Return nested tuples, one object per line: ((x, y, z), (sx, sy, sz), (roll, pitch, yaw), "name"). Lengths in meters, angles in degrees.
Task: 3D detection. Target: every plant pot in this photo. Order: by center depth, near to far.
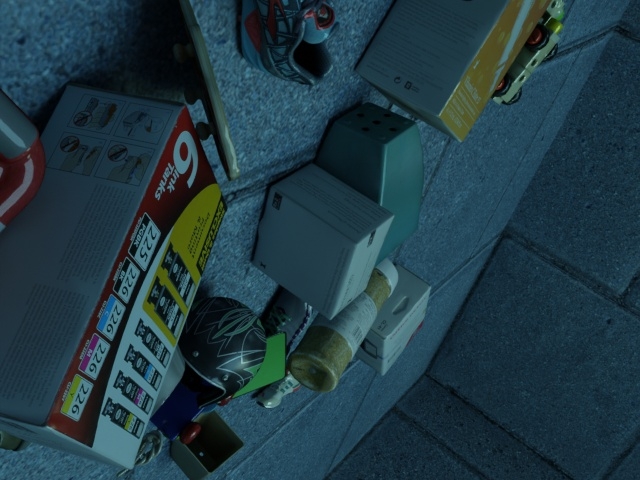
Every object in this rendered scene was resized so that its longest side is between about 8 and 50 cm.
((0.082, -0.110, 1.245), (0.165, 0.166, 0.234), (-37, 145, -41), "plant pot")
((-0.240, 0.426, 1.429), (0.109, 0.109, 0.096), (-30, 160, -50), "plant pot")

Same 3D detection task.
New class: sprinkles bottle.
((0.057, 0.174, 1.577), (0.355, 0.121, 0.121), (-53, 163, -43), "sprinkles bottle")

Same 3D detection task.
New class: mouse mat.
((-0.138, 0.257, 1.421), (0.153, 0.007, 0.189), (-18, 144, -18), "mouse mat")

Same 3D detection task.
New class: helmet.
((-0.165, 0.167, 1.103), (0.169, 0.169, 0.161), (-31, 165, -49), "helmet")

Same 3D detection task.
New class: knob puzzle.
((-0.121, -0.141, 0.719), (0.030, 0.213, 0.213), (-16, 149, -9), "knob puzzle")

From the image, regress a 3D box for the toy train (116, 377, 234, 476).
((-0.263, 0.320, 1.229), (0.248, 0.105, 0.143), (-45, 171, -26), "toy train")

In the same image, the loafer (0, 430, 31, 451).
((-0.354, 0.131, 0.747), (0.087, 0.094, 0.251), (-10, 127, -30), "loafer")

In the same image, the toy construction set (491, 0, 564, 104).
((0.339, -0.382, 1.353), (0.151, 0.215, 0.327), (-5, 133, -45), "toy construction set")

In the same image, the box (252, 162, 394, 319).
((0.000, 0.000, 1.181), (0.119, 0.182, 0.181), (-36, 153, -44), "box")

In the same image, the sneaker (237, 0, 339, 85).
((-0.025, -0.276, 0.773), (0.104, 0.125, 0.262), (-49, 159, -20), "sneaker")

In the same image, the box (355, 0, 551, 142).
((0.243, -0.369, 1.176), (0.345, 0.168, 0.215), (-59, 160, 9), "box")

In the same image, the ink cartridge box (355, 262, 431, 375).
((0.209, 0.241, 2.110), (0.226, 0.131, 0.306), (-47, 157, -22), "ink cartridge box")

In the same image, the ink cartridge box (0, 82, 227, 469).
((-0.210, 0.053, 0.710), (0.272, 0.130, 0.309), (79, 25, -64), "ink cartridge box")

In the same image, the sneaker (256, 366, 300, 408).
((-0.100, 0.344, 1.700), (0.161, 0.057, 0.075), (-22, 125, -54), "sneaker")

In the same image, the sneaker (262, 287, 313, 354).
((-0.088, 0.181, 1.418), (0.098, 0.083, 0.223), (-23, 144, -48), "sneaker")

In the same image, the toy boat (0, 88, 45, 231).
((-0.293, -0.014, 0.508), (0.231, 0.151, 0.151), (-51, 143, -14), "toy boat")

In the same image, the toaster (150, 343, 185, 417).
((-0.279, 0.187, 0.923), (0.227, 0.129, 0.146), (-50, 162, -17), "toaster")
